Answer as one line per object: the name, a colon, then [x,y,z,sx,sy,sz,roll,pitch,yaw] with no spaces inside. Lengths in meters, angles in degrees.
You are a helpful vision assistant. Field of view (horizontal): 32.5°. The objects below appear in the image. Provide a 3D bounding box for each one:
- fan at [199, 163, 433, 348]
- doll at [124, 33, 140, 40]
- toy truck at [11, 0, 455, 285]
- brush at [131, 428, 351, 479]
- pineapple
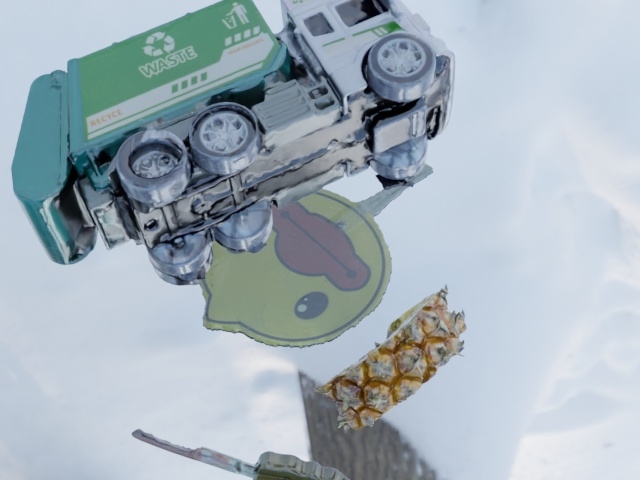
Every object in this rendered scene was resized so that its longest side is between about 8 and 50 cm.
fan: [0.000,-0.001,1.241,0.335,0.229,0.011,-36,147,-22]
doll: [-0.201,-0.170,1.086,0.027,0.037,0.125,30,150,-23]
toy truck: [-0.052,-0.066,0.640,0.253,0.124,0.114,-26,154,-11]
brush: [-0.103,0.299,1.436,0.300,0.071,0.084,17,166,-1]
pineapple: [0.109,0.134,1.357,0.233,0.079,0.135,-43,-170,-35]
